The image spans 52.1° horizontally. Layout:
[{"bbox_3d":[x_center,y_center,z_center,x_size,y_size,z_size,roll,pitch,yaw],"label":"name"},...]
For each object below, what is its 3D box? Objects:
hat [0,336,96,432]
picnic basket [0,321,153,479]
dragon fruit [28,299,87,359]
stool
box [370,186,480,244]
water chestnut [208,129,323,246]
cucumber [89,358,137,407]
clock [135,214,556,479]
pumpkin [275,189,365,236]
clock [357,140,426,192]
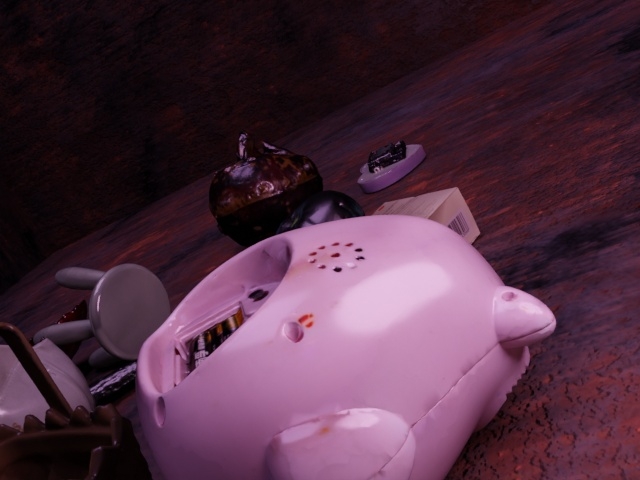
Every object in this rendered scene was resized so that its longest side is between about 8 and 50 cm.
[{"bbox_3d":[-0.449,0.274,0.928,0.257,0.168,0.301,-60,-12,-11],"label":"hat"},{"bbox_3d":[-0.351,0.276,0.711,0.291,0.320,0.254,-16,18,32],"label":"picnic basket"},{"bbox_3d":[-0.623,0.298,1.410,0.282,0.100,0.343,-46,3,42],"label":"dragon fruit"},{"bbox_3d":[-0.448,0.153,1.359,0.199,0.195,0.195,-8,59,32],"label":"stool"},{"bbox_3d":[0.121,0.017,1.035,0.168,0.095,0.212,-7,28,49],"label":"box"},{"bbox_3d":[-0.148,-0.134,1.602,0.300,0.300,0.300,-27,17,9],"label":"water chestnut"},{"bbox_3d":[-0.396,0.280,1.208,0.215,0.052,0.058,-35,38,-17],"label":"cucumber"},{"bbox_3d":[0.010,0.116,0.671,0.377,0.250,0.368,-31,17,-4],"label":"clock"},{"bbox_3d":[0.000,0.000,1.204,0.202,0.140,0.202,-48,15,18],"label":"pumpkin"},{"bbox_3d":[0.169,-0.195,1.605,0.172,0.064,0.198,-25,19,18],"label":"clock"}]
